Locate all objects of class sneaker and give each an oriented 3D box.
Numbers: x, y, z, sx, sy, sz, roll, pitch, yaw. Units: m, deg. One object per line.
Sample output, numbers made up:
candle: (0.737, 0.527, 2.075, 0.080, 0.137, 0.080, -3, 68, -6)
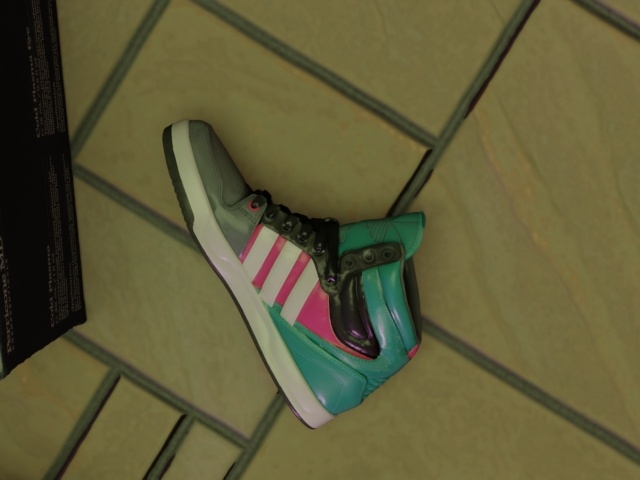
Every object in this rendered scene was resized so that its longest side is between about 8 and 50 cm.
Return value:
sneaker: (0.000, 0.000, 1.665, 0.178, 0.124, 0.295, -27, 101, 10)

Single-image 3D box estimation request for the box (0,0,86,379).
box: (-0.322, -0.071, 1.586, 0.179, 0.312, 0.343, -4, 95, 4)
